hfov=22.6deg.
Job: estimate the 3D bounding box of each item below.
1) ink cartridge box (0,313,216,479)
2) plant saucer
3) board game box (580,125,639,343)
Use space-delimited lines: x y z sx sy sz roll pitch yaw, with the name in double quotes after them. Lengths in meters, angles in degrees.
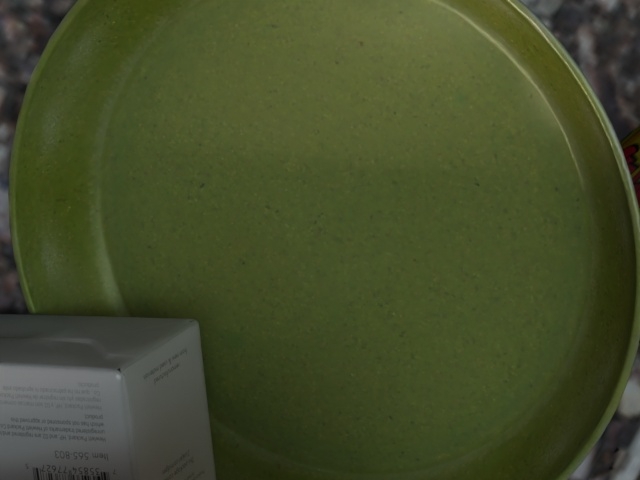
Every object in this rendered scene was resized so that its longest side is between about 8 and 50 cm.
-0.094 0.122 0.597 0.104 0.061 0.181 1 105 23 "ink cartridge box"
0.000 0.000 0.576 0.241 0.037 0.241 7 109 20 "plant saucer"
0.168 -0.041 0.606 0.181 0.092 0.043 -41 103 1 "board game box"
